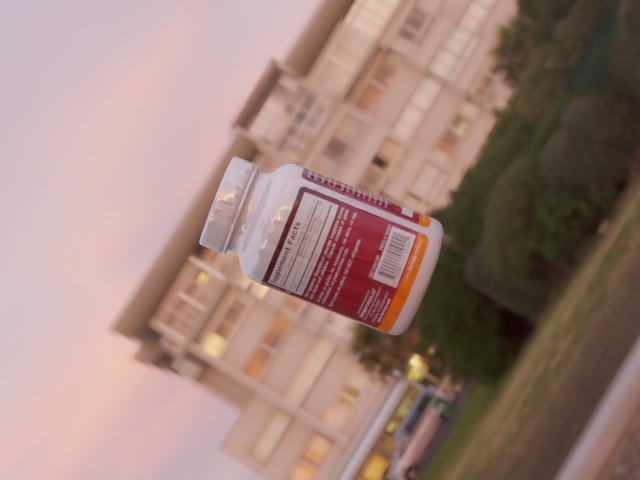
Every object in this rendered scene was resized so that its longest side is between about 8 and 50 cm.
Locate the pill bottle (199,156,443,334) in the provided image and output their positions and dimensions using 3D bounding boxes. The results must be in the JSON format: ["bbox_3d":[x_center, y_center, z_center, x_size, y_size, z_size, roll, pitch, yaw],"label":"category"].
[{"bbox_3d":[0.000,0.000,1.012,0.086,0.152,0.086,-158,90,-88],"label":"pill bottle"}]
